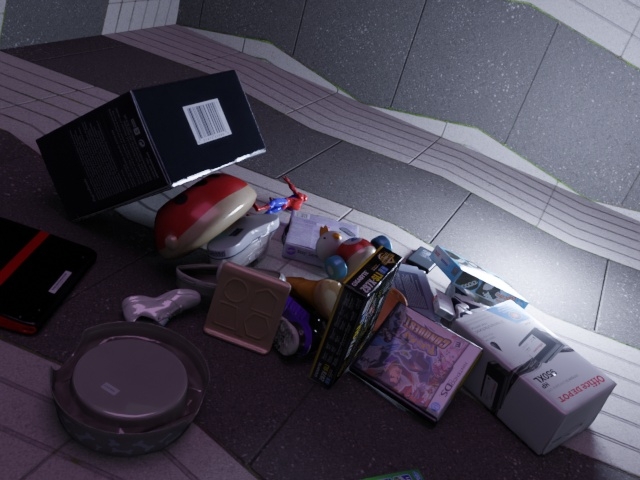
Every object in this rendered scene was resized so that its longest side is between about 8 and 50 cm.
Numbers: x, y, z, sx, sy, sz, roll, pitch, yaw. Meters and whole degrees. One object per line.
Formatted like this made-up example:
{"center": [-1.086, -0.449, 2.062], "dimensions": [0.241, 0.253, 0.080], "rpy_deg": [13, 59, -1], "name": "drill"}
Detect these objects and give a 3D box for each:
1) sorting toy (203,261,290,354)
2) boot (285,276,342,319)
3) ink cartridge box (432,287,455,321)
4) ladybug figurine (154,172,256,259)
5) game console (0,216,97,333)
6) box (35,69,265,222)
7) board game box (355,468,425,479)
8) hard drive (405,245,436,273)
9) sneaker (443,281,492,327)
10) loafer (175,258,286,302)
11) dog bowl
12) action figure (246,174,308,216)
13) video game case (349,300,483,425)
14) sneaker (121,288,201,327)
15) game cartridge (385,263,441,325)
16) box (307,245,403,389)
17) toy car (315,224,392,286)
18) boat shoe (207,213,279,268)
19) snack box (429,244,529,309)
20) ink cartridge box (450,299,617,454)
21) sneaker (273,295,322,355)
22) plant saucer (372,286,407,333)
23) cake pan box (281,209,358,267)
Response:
{"center": [-0.197, 0.181, 1.769], "dimensions": [0.193, 0.208, 0.038], "rpy_deg": [20, 8, 4], "name": "sorting toy"}
{"center": [-0.032, 0.150, 1.883], "dimensions": [0.211, 0.104, 0.295], "rpy_deg": [20, -11, 26], "name": "boot"}
{"center": [0.390, 0.204, 2.097], "dimensions": [0.063, 0.029, 0.115], "rpy_deg": [29, 25, -13], "name": "ink cartridge box"}
{"center": [-0.364, -0.088, 2.009], "dimensions": [0.162, 0.305, 0.449], "rpy_deg": [56, 23, -9], "name": "ladybug figurine"}
{"center": [-0.829, 0.082, 1.750], "dimensions": [0.342, 0.060, 0.386], "rpy_deg": [21, 30, -5], "name": "game console"}
{"center": [-0.522, -0.300, 2.078], "dimensions": [0.472, 0.297, 0.480], "rpy_deg": [-16, 11, 35], "name": "box"}
{"center": [0.184, 0.630, 1.362], "dimensions": [0.213, 0.046, 0.317], "rpy_deg": [1, 34, -28], "name": "board game box"}
{"center": [0.379, 0.070, 2.411], "dimensions": [0.094, 0.022, 0.135], "rpy_deg": [29, 32, 19], "name": "hard drive"}
{"center": [0.493, 0.224, 2.154], "dimensions": [0.153, 0.094, 0.235], "rpy_deg": [21, 22, -9], "name": "sneaker"}
{"center": [-0.254, 0.110, 1.825], "dimensions": [0.319, 0.111, 0.112], "rpy_deg": [-4, 35, 13], "name": "loafer"}
{"center": [-0.429, 0.332, 1.482], "dimensions": [0.349, 0.102, 0.349], "rpy_deg": [12, 30, -7], "name": "dog bowl"}
{"center": [-0.169, -0.156, 2.431], "dimensions": [0.280, 0.091, 0.139], "rpy_deg": [-15, 52, -43], "name": "action figure"}
{"center": [0.260, 0.326, 1.789], "dimensions": [0.275, 0.035, 0.248], "rpy_deg": [30, 64, 23], "name": "video game case"}
{"center": [-0.419, 0.192, 1.764], "dimensions": [0.212, 0.080, 0.094], "rpy_deg": [-8, 50, -25], "name": "sneaker"}
{"center": [0.271, 0.174, 2.156], "dimensions": [0.198, 0.062, 0.297], "rpy_deg": [8, 31, -8], "name": "game cartridge"}
{"center": [0.095, 0.201, 1.750], "dimensions": [0.079, 0.322, 0.257], "rpy_deg": [29, 32, 17], "name": "box"}
{"center": [0.061, 0.030, 2.086], "dimensions": [0.219, 0.210, 0.238], "rpy_deg": [-24, 58, -29], "name": "toy car"}
{"center": [-0.228, 0.032, 2.045], "dimensions": [0.136, 0.156, 0.367], "rpy_deg": [5, 22, 17], "name": "boat shoe"}
{"center": [0.538, 0.134, 2.234], "dimensions": [0.322, 0.060, 0.187], "rpy_deg": [25, 16, -27], "name": "snack box"}
{"center": [0.580, 0.373, 1.870], "dimensions": [0.285, 0.166, 0.395], "rpy_deg": [-12, 41, -39], "name": "ink cartridge box"}
{"center": [-0.084, 0.218, 1.867], "dimensions": [0.146, 0.102, 0.293], "rpy_deg": [6, 33, -34], "name": "sneaker"}
{"center": [0.164, 0.211, 1.997], "dimensions": [0.200, 0.037, 0.200], "rpy_deg": [-4, 40, 3], "name": "plant saucer"}
{"center": [0.000, 0.000, 2.290], "dimensions": [0.267, 0.070, 0.246], "rpy_deg": [14, 28, -6], "name": "cake pan box"}
